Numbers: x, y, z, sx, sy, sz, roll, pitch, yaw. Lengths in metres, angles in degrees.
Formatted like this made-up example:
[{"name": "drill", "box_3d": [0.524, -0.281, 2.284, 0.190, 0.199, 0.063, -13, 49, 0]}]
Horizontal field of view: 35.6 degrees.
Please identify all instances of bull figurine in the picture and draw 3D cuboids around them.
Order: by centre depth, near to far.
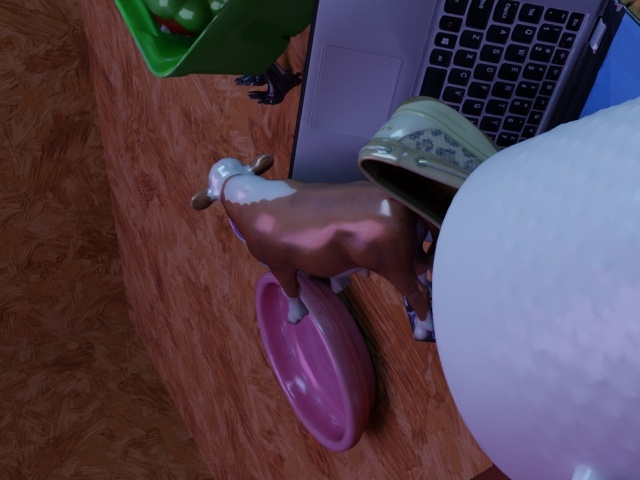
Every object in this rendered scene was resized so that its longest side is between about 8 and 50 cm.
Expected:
[{"name": "bull figurine", "box_3d": [0.000, 0.000, 1.054, 0.310, 0.101, 0.188, 7, 136, 45]}]

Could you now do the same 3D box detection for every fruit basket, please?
[{"name": "fruit basket", "box_3d": [-0.113, -0.361, 1.053, 0.283, 0.392, 0.392, 60, 156, 29]}]

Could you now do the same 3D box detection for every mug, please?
[{"name": "mug", "box_3d": [0.264, 0.066, 0.609, 0.276, 0.374, 0.328, 37, 149, -24]}]

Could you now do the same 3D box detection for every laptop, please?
[{"name": "laptop", "box_3d": [0.166, -0.031, 0.950, 0.382, 0.407, 0.236, 102, 178, -51]}]

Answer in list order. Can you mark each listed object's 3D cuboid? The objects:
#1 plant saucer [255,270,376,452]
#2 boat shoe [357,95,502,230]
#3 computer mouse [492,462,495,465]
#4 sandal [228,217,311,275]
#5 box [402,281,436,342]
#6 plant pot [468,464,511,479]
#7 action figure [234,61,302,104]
[{"name": "plant saucer", "box_3d": [-0.003, 0.196, 1.711, 0.332, 0.084, 0.332, 49, 152, 38]}, {"name": "boat shoe", "box_3d": [0.161, -0.010, 0.879, 0.285, 0.089, 0.105, 36, 145, 11]}, {"name": "computer mouse", "box_3d": [0.264, 0.347, 1.269, 0.071, 0.041, 0.242, -136, 27, -66]}, {"name": "sandal", "box_3d": [-0.093, -0.016, 1.759, 0.416, 0.102, 0.169, 9, 116, 65]}, {"name": "box", "box_3d": [0.143, 0.099, 1.386, 0.067, 0.018, 0.083, -5, 102, 68]}, {"name": "plant pot", "box_3d": [0.266, 0.294, 0.851, 0.267, 0.267, 0.236, 49, -167, -31]}, {"name": "action figure", "box_3d": [-0.101, -0.342, 1.480, 0.164, 0.140, 0.276, -116, 18, -52]}]
